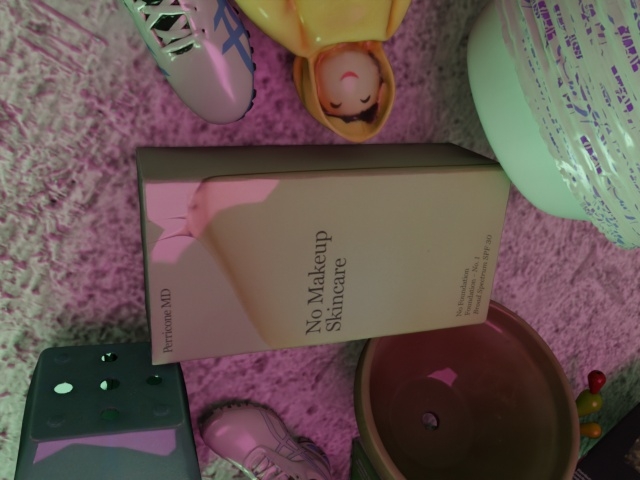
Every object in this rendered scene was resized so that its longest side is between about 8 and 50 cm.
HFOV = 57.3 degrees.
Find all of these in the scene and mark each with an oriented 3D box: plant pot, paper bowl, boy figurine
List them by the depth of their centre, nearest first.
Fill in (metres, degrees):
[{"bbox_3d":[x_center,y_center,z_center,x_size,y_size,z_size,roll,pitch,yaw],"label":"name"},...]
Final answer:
[{"bbox_3d":[0.008,-0.202,0.428,0.177,0.092,0.285,-14,129,-19],"label":"boy figurine"},{"bbox_3d":[0.232,-0.131,0.491,0.148,0.284,0.284,-21,127,39],"label":"paper bowl"},{"bbox_3d":[-0.179,0.211,0.499,0.165,0.165,0.234,0,117,-20],"label":"plant pot"},{"bbox_3d":[0.139,0.181,0.620,0.237,0.237,0.109,-3,152,-19],"label":"plant pot"}]

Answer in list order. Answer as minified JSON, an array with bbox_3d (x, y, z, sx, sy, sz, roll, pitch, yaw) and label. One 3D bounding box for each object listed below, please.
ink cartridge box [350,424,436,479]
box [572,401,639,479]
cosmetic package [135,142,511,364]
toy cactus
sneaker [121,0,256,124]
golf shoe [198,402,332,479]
[{"bbox_3d":[0.115,0.393,0.671,0.117,0.201,0.278,-4,112,-18],"label":"ink cartridge box"},{"bbox_3d":[0.408,0.326,0.738,0.270,0.143,0.165,-32,138,-19],"label":"box"},{"bbox_3d":[0.000,0.000,0.526,0.309,0.113,0.160,-5,113,-19],"label":"cosmetic package"},{"bbox_3d":[0.267,0.259,0.741,0.219,0.112,0.180,-24,127,-21],"label":"toy cactus"},{"bbox_3d":[-0.119,-0.188,0.413,0.085,0.086,0.237,-12,114,25],"label":"sneaker"},{"bbox_3d":[-0.047,0.235,0.616,0.176,0.086,0.069,36,97,-27],"label":"golf shoe"}]
